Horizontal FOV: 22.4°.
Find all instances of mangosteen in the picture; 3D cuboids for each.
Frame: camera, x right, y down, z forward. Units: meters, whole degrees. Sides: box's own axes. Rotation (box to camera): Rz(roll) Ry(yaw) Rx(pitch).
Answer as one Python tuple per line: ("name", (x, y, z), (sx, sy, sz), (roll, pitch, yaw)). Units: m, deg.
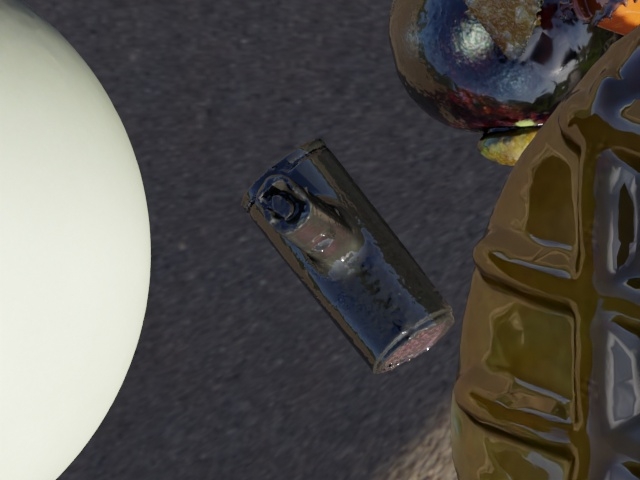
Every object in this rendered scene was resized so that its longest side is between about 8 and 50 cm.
("mangosteen", (0.214, -0.217, 1.755), (0.288, 0.288, 0.288), (2, 96, 15))

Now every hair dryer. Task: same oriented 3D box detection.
("hair dryer", (0.000, 0.000, 1.253), (0.089, 0.251, 0.197), (-38, 73, 6))

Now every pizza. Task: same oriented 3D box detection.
("pizza", (0.147, -0.182, 1.278), (0.083, 0.025, 0.078), (15, 136, 35))

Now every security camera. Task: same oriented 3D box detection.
("security camera", (-0.149, 0.029, 0.477), (0.194, 0.194, 0.236), (32, 102, 10))

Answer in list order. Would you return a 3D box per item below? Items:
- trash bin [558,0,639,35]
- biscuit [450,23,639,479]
("trash bin", (0.299, -0.221, 1.288), (0.184, 0.239, 0.161), (-39, 57, 47))
("biscuit", (0.175, 0.069, 0.455), (0.332, 0.103, 0.332), (12, 108, 43))
